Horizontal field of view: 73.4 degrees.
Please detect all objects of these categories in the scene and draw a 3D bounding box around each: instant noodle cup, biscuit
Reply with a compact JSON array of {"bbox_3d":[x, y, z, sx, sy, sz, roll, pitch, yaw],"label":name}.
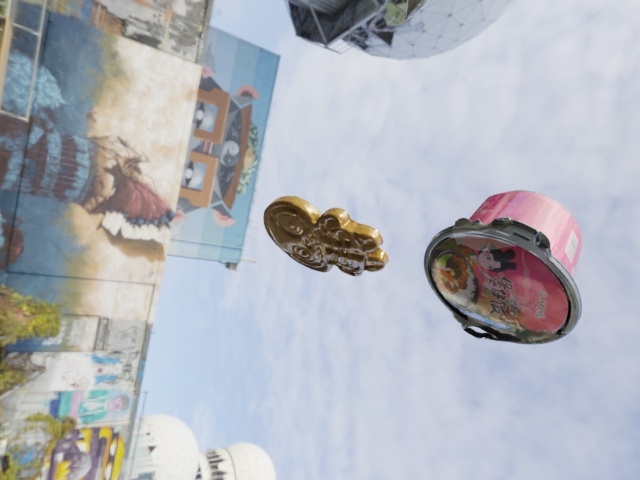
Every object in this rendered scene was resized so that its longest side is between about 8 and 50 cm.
[{"bbox_3d":[0.339,0.028,0.756,0.258,0.181,0.303,36,-32,15],"label":"instant noodle cup"},{"bbox_3d":[-0.001,0.001,0.874,0.288,0.202,0.044,17,-127,32],"label":"biscuit"}]

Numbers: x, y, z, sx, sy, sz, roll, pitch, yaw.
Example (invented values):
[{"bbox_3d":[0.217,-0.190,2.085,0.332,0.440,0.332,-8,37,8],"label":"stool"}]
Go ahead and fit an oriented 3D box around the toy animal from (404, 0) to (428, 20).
[{"bbox_3d":[0.115,-0.524,0.612,0.241,0.196,0.368,-19,-114,32],"label":"toy animal"}]
